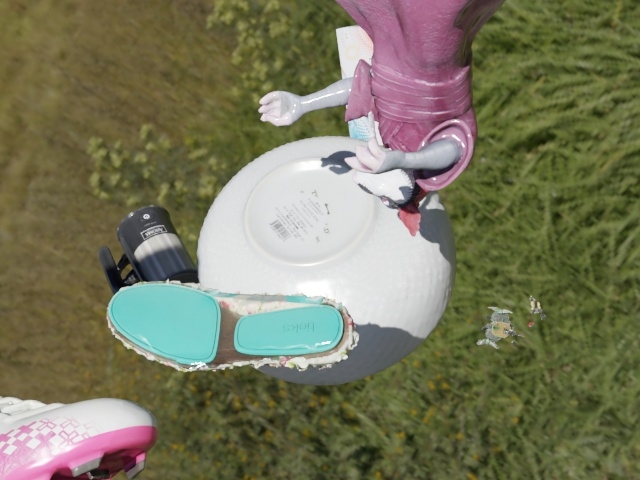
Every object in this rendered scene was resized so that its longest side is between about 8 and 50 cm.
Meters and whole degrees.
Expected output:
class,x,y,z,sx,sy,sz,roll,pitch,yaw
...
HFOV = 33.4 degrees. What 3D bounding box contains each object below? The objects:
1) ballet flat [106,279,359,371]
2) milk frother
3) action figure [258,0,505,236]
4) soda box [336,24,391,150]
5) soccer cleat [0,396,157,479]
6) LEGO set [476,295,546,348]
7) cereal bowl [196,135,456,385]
class,x,y,z,sx,sy,sz,roll,pitch,yaw
ballet flat,-0.081,0.090,1.013,0.241,0.077,0.091,6,72,11
milk frother,-0.244,0.050,1.561,0.129,0.143,0.135,-29,57,-5
action figure,0.098,-0.176,1.034,0.275,0.370,0.248,-22,42,-18
soda box,0.069,-0.208,1.487,0.063,0.058,0.183,-8,90,19
soccer cleat,-0.283,0.169,0.866,0.331,0.116,0.143,-27,68,21
LEGO set,0.213,0.093,1.211,0.083,0.054,0.023,-15,15,4
cereal bowl,0.000,0.000,1.333,0.339,0.141,0.339,-5,57,8
